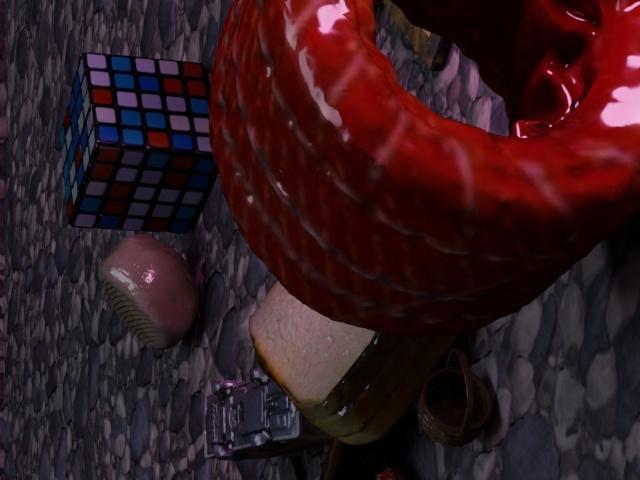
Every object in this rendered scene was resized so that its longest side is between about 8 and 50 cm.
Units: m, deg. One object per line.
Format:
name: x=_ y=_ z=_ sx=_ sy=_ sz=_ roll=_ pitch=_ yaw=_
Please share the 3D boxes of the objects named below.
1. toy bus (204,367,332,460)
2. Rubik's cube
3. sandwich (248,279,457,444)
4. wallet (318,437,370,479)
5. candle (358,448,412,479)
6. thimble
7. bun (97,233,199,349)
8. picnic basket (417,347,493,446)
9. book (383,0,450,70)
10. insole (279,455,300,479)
toy bus: x=-0.049 y=0.193 z=1.858 sx=0.268 sy=0.106 sz=0.092 roll=152 pitch=120 yaw=-63
Rubik's cube: x=-0.255 y=-0.135 z=2.361 sx=0.184 sy=0.187 sz=0.182 roll=114 pitch=151 yaw=-46
sandwich: x=0.042 y=0.065 z=1.601 sx=0.226 sy=0.087 sz=0.251 roll=-54 pitch=24 yaw=1
wallet: x=0.016 y=0.267 z=1.692 sx=0.137 sy=0.031 sz=0.255 roll=-40 pitch=-35 yaw=-67
candle: x=0.074 y=0.251 z=1.600 sx=0.162 sy=0.048 sz=0.053 roll=-122 pitch=39 yaw=-58
thimble: x=0.096 y=-0.118 z=1.229 sx=0.230 sy=0.350 sz=0.350 roll=129 pitch=141 yaw=-60
bun: x=-0.232 y=0.063 z=2.353 sx=0.173 sy=0.113 sz=0.166 roll=27 pitch=151 yaw=51
picnic basket: x=0.121 y=0.135 z=1.468 sx=0.083 sy=0.072 sz=0.072 roll=99 pitch=163 yaw=-50
book: x=0.120 y=-0.301 z=1.631 sx=0.160 sy=0.024 sz=0.228 roll=-115 pitch=36 yaw=-49
insole: x=-0.022 y=0.360 z=1.884 sx=0.081 sy=0.011 sz=0.248 roll=125 pitch=143 yaw=-57
